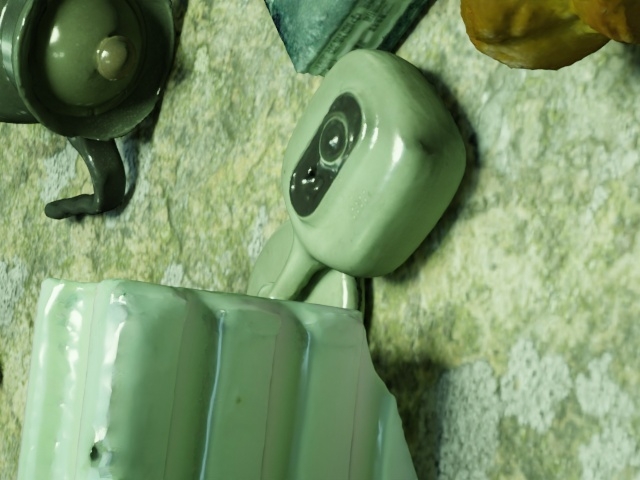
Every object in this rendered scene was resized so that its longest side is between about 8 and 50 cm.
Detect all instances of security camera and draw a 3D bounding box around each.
[{"bbox_3d":[0.000,0.000,1.043,0.301,0.080,0.157,-60,41,30],"label":"security camera"}]

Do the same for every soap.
[{"bbox_3d":[-0.076,0.258,0.919,0.156,0.261,0.446,-3,80,53],"label":"soap"}]

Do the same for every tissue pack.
[{"bbox_3d":[0.043,-0.270,1.040,0.257,0.081,0.185,-50,44,35],"label":"tissue pack"}]

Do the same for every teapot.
[{"bbox_3d":[-0.279,-0.170,1.354,0.285,0.223,0.305,24,99,47],"label":"teapot"}]

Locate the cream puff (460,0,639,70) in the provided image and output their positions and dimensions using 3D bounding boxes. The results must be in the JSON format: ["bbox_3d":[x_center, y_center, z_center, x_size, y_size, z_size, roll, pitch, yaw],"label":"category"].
[{"bbox_3d":[0.164,-0.227,0.801,0.241,0.155,0.269,43,114,49],"label":"cream puff"}]
